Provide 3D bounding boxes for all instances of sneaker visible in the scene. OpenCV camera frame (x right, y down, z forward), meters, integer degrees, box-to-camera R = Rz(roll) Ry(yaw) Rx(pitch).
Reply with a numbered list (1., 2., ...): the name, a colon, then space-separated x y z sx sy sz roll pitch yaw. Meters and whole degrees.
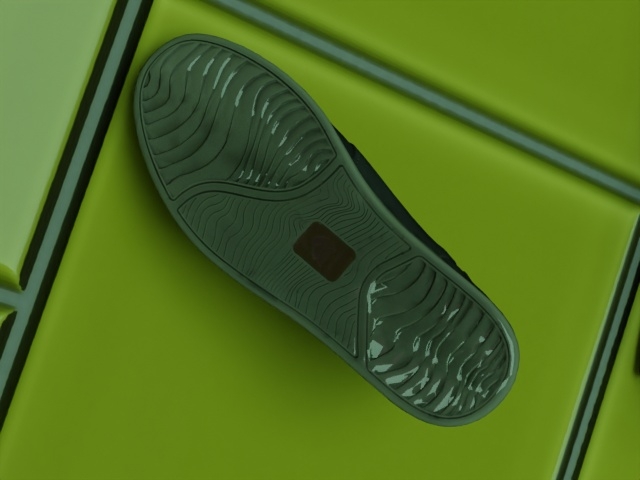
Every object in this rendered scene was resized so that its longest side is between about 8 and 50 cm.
1. sneaker: 0.000 0.000 0.643 0.083 0.118 0.222 -42 84 1
